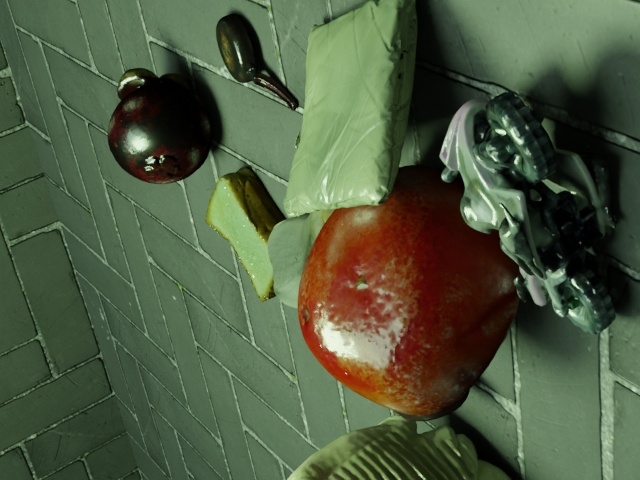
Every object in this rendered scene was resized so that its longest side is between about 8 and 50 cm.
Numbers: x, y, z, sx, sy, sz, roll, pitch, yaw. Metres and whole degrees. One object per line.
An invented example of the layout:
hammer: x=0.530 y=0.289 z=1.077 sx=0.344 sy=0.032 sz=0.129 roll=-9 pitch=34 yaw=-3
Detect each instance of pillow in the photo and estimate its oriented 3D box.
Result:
pillow: x=0.041 y=-0.173 z=1.440 sx=0.274 sy=0.076 sz=0.281 roll=-7 pitch=72 yaw=64

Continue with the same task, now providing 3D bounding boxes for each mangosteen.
mangosteen: x=-0.293 y=-0.204 z=2.036 sx=0.210 sy=0.210 sz=0.210 roll=44 pitch=148 yaw=36

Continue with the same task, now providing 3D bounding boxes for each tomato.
tomato: x=0.087 y=0.057 z=1.423 sx=0.338 sy=0.143 sz=0.338 roll=-8 pitch=77 yaw=40

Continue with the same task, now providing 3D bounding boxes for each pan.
pan: x=-0.110 y=-0.275 z=1.784 sx=0.212 sy=0.040 sz=0.115 roll=51 pitch=158 yaw=25

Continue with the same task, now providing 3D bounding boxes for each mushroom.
mushroom: x=0.000 y=0.000 z=1.743 sx=0.159 sy=0.122 sz=0.329 roll=51 pitch=153 yaw=5

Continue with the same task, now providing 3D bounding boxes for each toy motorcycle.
toy motorcycle: x=0.236 y=-0.039 z=1.254 sx=0.188 sy=0.143 sz=0.327 roll=40 pitch=162 yaw=55

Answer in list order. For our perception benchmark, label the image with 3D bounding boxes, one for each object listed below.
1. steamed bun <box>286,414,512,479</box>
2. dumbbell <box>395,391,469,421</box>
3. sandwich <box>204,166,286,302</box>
steamed bun: x=0.127 y=0.455 z=1.662 sx=0.339 sy=0.352 sz=0.247 roll=41 pitch=138 yaw=33
dumbbell: x=0.139 y=0.139 z=1.605 sx=0.140 sy=0.124 sz=0.225 roll=29 pitch=139 yaw=51
sandwich: x=-0.120 y=-0.012 z=2.024 sx=0.215 sy=0.065 sz=0.186 roll=56 pitch=154 yaw=14
